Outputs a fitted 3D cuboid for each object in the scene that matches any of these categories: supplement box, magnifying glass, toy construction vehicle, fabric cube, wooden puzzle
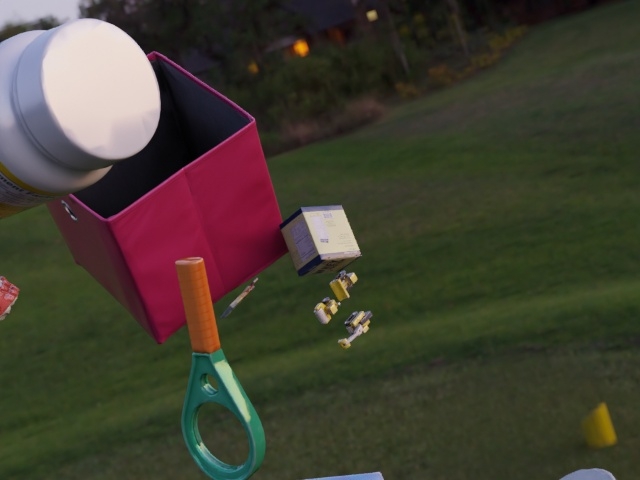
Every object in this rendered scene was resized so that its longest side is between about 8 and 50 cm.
[{"bbox_3d":[0.000,0.000,1.658,0.083,0.083,0.056,-5,-23,-43],"label":"supplement box"},{"bbox_3d":[-0.106,0.129,1.120,0.092,0.231,0.026,1,16,35],"label":"magnifying glass"},{"bbox_3d":[0.038,0.098,1.661,0.035,0.086,0.098,-18,17,40],"label":"toy construction vehicle"},{"bbox_3d":[-0.234,-0.064,1.657,0.259,0.258,0.254,-37,50,-21],"label":"fabric cube"},{"bbox_3d":[-0.107,0.079,1.511,0.049,0.006,0.083,-46,-2,-30],"label":"wooden puzzle"}]

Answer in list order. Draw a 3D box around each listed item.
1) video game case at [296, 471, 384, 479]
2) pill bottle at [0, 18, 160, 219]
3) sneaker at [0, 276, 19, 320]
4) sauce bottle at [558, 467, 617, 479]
[{"bbox_3d":[-0.075,0.397,1.510,0.269,0.061,0.244,3,-42,-33],"label":"video game case"},{"bbox_3d":[-0.219,-0.084,0.847,0.208,0.119,0.119,-14,7,42],"label":"pill bottle"},{"bbox_3d":[-0.324,0.054,0.917,0.225,0.093,0.088,-3,-26,40],"label":"sneaker"},{"bbox_3d":[0.298,0.354,1.024,0.111,0.344,0.111,-26,20,10],"label":"sauce bottle"}]
